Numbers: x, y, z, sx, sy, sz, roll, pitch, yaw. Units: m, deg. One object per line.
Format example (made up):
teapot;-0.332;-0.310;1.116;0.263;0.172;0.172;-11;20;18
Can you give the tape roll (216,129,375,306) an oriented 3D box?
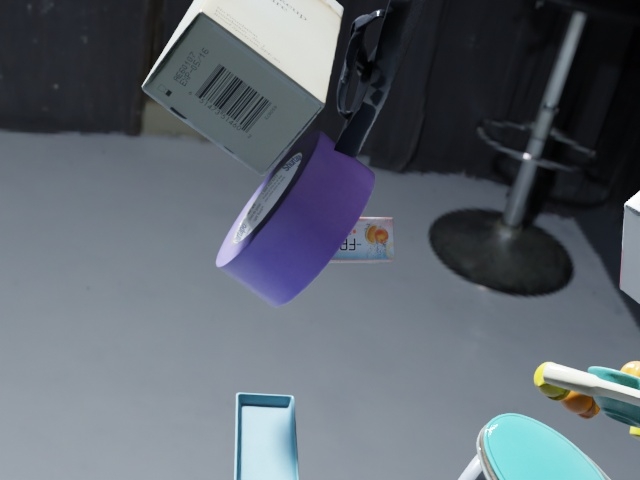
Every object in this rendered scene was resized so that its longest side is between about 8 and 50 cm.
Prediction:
tape roll;-0.029;-0.025;1.147;0.080;0.189;0.189;38;32;-13

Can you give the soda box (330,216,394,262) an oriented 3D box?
soda box;0.000;0.000;1.323;0.183;0.058;0.063;1;-5;-21

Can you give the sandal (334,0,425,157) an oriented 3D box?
sandal;0.039;-0.151;0.964;0.054;0.254;0.097;23;65;-2

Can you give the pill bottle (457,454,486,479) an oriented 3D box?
pill bottle;0.192;0.253;0.845;0.184;0.103;0.103;34;40;19

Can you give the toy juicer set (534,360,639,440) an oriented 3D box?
toy juicer set;0.412;0.204;1.489;0.209;0.329;0.089;19;79;23

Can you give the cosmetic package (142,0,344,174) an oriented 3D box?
cosmetic package;-0.074;-0.218;1.153;0.160;0.113;0.309;35;28;-16

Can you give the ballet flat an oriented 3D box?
ballet flat;0.181;0.198;0.676;0.072;0.068;0.213;-30;44;-24

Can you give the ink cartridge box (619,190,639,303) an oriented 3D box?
ink cartridge box;0.421;-0.031;1.082;0.218;0.158;0.092;-36;53;-14

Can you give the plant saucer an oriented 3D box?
plant saucer;-0.058;0.223;1.099;0.067;0.018;0.192;4;24;-6
